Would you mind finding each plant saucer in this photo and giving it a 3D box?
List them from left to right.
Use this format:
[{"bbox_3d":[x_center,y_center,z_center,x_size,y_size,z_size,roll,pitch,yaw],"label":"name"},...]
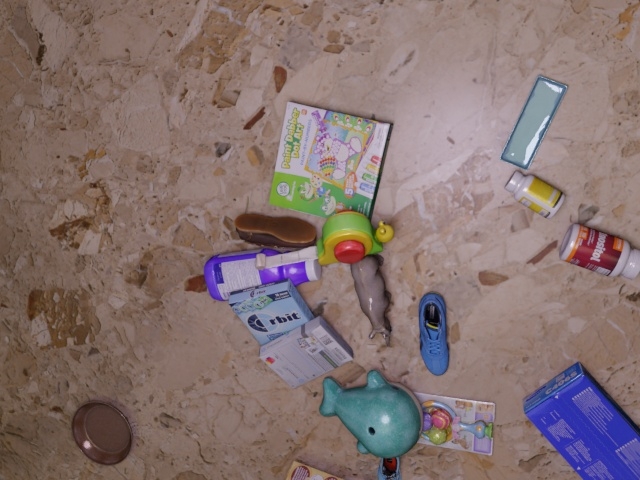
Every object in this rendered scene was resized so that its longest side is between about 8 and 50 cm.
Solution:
[{"bbox_3d":[-0.619,0.547,1.800,0.199,0.036,0.198,3,102,15],"label":"plant saucer"},{"bbox_3d":[0.455,-0.250,1.346,0.067,0.018,0.192,24,106,9],"label":"plant saucer"}]

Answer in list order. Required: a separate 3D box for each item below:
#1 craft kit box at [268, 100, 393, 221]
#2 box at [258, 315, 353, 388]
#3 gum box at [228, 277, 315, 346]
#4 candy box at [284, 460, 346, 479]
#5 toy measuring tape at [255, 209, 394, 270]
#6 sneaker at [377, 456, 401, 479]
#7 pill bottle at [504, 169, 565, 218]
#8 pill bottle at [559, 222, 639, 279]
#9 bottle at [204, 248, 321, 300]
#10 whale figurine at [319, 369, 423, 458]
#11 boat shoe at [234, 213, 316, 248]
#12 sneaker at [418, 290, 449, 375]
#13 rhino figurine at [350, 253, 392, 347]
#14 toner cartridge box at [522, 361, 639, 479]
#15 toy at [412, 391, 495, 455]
[{"bbox_3d":[0.021,-0.177,1.463,0.247,0.061,0.250,15,105,15],"label":"craft kit box"},{"bbox_3d":[-0.035,0.279,1.550,0.186,0.038,0.145,-31,120,19],"label":"box"},{"bbox_3d":[-0.111,0.179,1.530,0.157,0.041,0.184,-14,131,18],"label":"gum box"},{"bbox_3d":[0.052,0.706,1.604,0.316,0.087,0.183,17,119,12],"label":"candy box"},{"bbox_3d":[0.000,0.000,1.406,0.330,0.121,0.121,-9,99,10],"label":"toy measuring tape"},{"bbox_3d":[0.168,0.578,1.569,0.063,0.073,0.162,4,107,15],"label":"sneaker"},{"bbox_3d":[0.459,-0.101,1.350,0.116,0.065,0.065,32,108,6],"label":"pill bottle"},{"bbox_3d":[0.595,0.026,1.329,0.152,0.086,0.086,20,106,10],"label":"pill bottle"},{"bbox_3d":[-0.141,0.079,1.538,0.283,0.092,0.118,-8,107,17],"label":"bottle"},{"bbox_3d":[0.107,0.419,1.508,0.272,0.141,0.216,14,102,27],"label":"whale figurine"},{"bbox_3d":[-0.106,-0.015,1.528,0.207,0.073,0.073,12,142,16],"label":"boat shoe"},{"bbox_3d":[0.262,0.226,1.467,0.069,0.082,0.209,-3,102,14],"label":"sneaker"},{"bbox_3d":[0.126,0.138,1.471,0.073,0.106,0.243,-12,98,18],"label":"rhino figurine"},{"bbox_3d":[0.637,0.459,1.415,0.165,0.075,0.348,-42,89,18],"label":"toner cartridge box"},{"bbox_3d":[0.296,0.448,1.517,0.237,0.056,0.137,3,102,15],"label":"toy"}]
